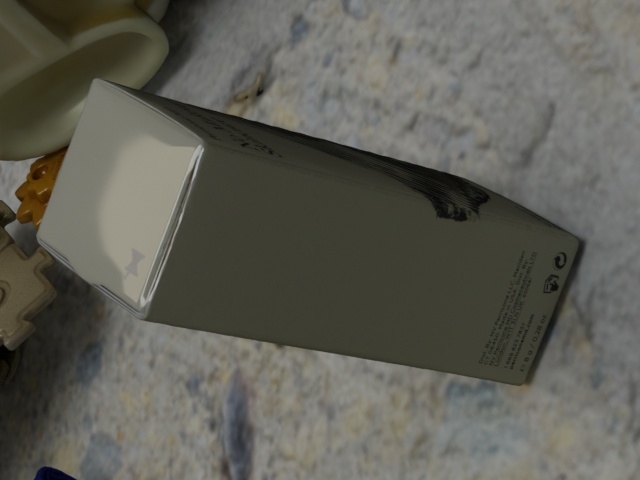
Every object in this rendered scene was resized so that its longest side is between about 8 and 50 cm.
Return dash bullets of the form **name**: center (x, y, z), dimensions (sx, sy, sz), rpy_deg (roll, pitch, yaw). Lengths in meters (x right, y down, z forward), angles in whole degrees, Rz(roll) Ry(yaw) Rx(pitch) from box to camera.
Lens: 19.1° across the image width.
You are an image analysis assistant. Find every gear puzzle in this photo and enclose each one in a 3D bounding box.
- **gear puzzle**: center (-0.276, 0.040, 1.344), dimensions (0.339, 0.044, 0.175), rpy_deg (-41, 40, -6)

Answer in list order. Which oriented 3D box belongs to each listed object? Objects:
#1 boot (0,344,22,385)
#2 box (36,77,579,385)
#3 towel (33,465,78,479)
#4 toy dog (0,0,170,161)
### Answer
- **boot**: center (-0.304, 0.109, 1.444), dimensions (0.165, 0.077, 0.213), rpy_deg (7, 85, 44)
- **box**: center (0.000, 0.000, 1.001), dimensions (0.113, 0.275, 0.094), rpy_deg (31, 103, 46)
- **towel**: center (-0.175, 0.334, 1.264), dimensions (0.227, 0.076, 0.308), rpy_deg (41, 111, 51)
- **toy dog**: center (-0.220, -0.336, 1.317), dimensions (0.395, 0.284, 0.408), rpy_deg (-34, 56, 19)
